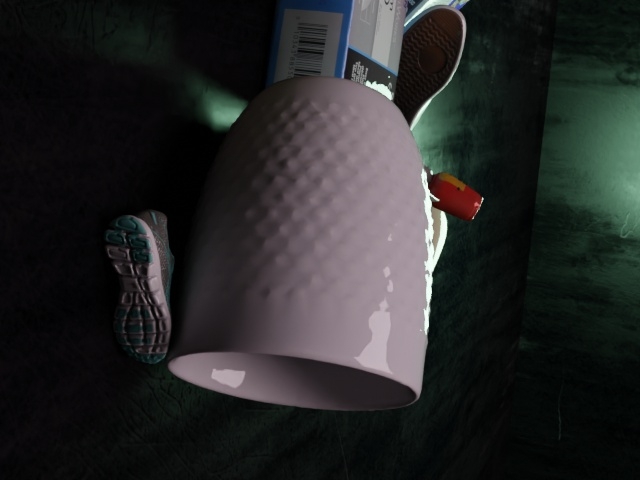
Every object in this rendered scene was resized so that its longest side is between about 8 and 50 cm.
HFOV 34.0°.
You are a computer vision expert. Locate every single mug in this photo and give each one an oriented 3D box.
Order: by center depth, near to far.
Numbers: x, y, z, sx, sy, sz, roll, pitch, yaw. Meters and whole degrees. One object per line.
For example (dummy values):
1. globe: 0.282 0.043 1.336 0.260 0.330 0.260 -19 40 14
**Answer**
1. mug: -0.021 0.014 1.207 0.374 0.276 0.328 129 -29 -68

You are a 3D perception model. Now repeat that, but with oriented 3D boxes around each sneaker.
1. sneaker: -0.170 0.044 1.056 0.076 0.065 0.166 -51 145 -61
2. sneaker: 0.132 -0.249 1.627 0.290 0.106 0.123 -60 -172 29

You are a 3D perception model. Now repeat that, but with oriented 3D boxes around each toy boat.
1. toy boat: 0.135 -0.015 1.689 0.267 0.148 0.318 -64 -178 -39

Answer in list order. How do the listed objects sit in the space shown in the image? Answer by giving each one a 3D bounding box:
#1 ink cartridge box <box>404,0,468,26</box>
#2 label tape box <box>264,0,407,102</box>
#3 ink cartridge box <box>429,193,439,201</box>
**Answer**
1. ink cartridge box: 0.160 -0.365 1.704 0.208 0.045 0.206 -44 172 20
2. label tape box: 0.049 -0.278 1.443 0.348 0.115 0.249 3 95 -68
3. ink cartridge box: 0.058 -0.100 1.408 0.115 0.198 0.067 19 80 -70
